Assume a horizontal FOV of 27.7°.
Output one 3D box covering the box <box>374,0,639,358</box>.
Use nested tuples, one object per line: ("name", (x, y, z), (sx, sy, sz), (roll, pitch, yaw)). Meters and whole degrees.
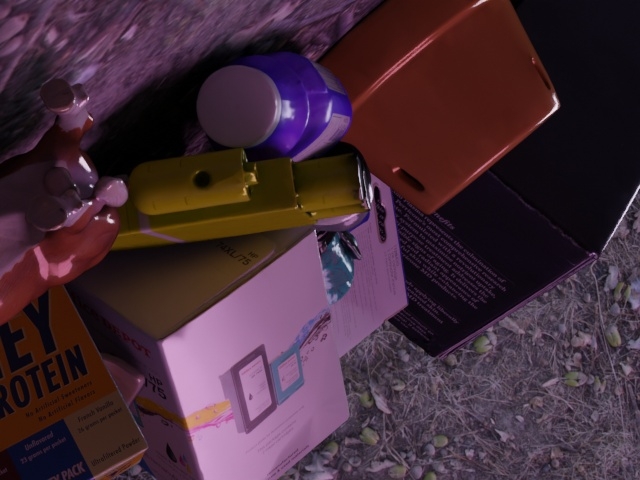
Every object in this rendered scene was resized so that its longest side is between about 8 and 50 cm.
("box", (0.286, -0.138, 1.977), (0.480, 0.297, 0.472), (-54, -174, -31))

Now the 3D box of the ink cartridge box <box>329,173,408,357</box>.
("ink cartridge box", (0.000, 0.000, 1.677), (0.072, 0.304, 0.307), (0, -161, 30))

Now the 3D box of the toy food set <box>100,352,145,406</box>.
("toy food set", (-0.302, 0.238, 1.195), (0.306, 0.092, 0.220), (-38, 174, -28))

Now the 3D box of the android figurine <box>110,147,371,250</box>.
("android figurine", (-0.097, -0.032, 1.093), (0.272, 0.056, 0.248), (-7, 176, 7))

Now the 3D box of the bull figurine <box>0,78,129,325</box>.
("bull figurine", (-0.245, 0.025, 0.782), (0.310, 0.101, 0.188), (-37, 174, -26))

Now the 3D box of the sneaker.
("sneaker", (-0.009, -0.005, 1.373), (0.123, 0.178, 0.295), (-28, -159, -15))

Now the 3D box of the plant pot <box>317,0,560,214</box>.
("plant pot", (0.137, -0.169, 1.496), (0.291, 0.203, 0.291), (-40, 177, -2))

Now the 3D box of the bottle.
("bottle", (-0.045, -0.114, 1.167), (0.118, 0.092, 0.283), (-33, 177, 10))

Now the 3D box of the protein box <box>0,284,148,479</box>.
("protein box", (-0.241, 0.113, 1.012), (0.136, 0.200, 0.201), (-28, 174, -14))

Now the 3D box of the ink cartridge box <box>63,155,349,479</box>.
("ink cartridge box", (-0.119, 0.097, 1.300), (0.197, 0.198, 0.270), (-36, 136, -28))
